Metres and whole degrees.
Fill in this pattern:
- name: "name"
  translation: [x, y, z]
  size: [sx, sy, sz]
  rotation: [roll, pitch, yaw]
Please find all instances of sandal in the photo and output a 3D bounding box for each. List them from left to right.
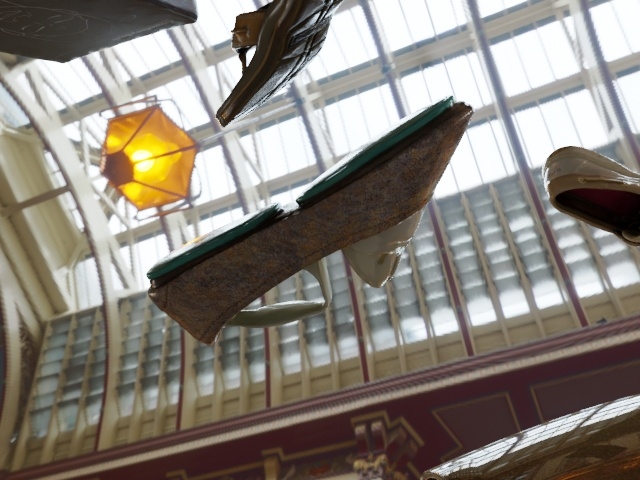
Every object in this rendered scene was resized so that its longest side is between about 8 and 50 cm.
- name: "sandal"
  translation: [-0.029, -0.140, 0.417]
  size: [0.049, 0.072, 0.180]
  rotation: [48, -35, 4]

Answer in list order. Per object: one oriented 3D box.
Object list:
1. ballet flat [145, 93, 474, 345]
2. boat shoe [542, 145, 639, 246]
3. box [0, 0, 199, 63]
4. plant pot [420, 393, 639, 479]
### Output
- name: "ballet flat"
  translation: [0.000, 0.000, 0.527]
  size: [0.316, 0.107, 0.106]
  rotation: [-27, -78, 25]
- name: "boat shoe"
  translation: [0.266, -0.022, 0.536]
  size: [0.170, 0.059, 0.063]
  rotation: [19, -41, 4]
- name: "box"
  translation: [-0.399, -0.387, 0.818]
  size: [0.294, 0.395, 0.212]
  rotation: [-6, -89, 28]
- name: "plant pot"
  translation: [0.236, 0.196, 0.416]
  size: [0.254, 0.237, 0.237]
  rotation: [-27, -78, -11]
